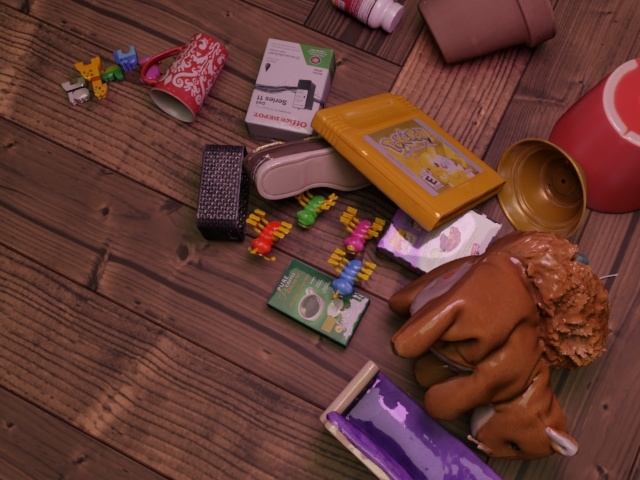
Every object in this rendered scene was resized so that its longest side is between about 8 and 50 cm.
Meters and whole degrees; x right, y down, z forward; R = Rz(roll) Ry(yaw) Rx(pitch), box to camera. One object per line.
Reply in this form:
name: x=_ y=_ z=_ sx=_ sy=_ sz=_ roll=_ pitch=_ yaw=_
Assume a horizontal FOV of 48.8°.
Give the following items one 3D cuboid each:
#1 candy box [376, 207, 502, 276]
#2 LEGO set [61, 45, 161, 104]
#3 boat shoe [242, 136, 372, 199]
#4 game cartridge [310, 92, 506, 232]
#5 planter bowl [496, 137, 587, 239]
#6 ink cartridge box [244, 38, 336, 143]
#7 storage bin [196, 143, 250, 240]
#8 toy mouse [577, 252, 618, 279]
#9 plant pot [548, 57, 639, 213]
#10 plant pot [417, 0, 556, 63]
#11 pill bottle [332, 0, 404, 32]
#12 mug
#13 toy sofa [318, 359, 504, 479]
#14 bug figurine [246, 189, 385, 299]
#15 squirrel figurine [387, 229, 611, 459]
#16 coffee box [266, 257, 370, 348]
candy box: x=0.237 y=-0.005 z=1.425 sx=0.196 sy=0.070 sz=0.165 roll=30 pitch=83 yaw=6
LEGO set: x=-0.464 y=-0.353 z=1.561 sx=0.227 sy=0.087 sz=0.093 roll=-18 pitch=73 yaw=-2
boat shoe: x=0.002 y=-0.161 z=1.445 sx=0.324 sy=0.116 sz=0.097 roll=-12 pitch=40 yaw=-26
game cartridge: x=0.181 y=-0.173 z=1.405 sx=0.324 sy=0.052 sz=0.285 roll=45 pitch=41 yaw=17
planter bowl: x=0.463 y=-0.108 z=1.414 sx=0.090 sy=0.217 sz=0.217 roll=-20 pitch=72 yaw=-31
ink cartridge box: x=-0.064 y=-0.316 z=1.533 sx=0.153 sy=0.087 sz=0.208 roll=12 pitch=75 yaw=6
storage bin: x=-0.197 y=-0.097 z=1.457 sx=0.084 sy=0.122 sz=0.180 roll=4 pitch=74 yaw=3
toy mouse: x=0.499 y=0.070 z=1.426 sx=0.161 sy=0.031 sz=0.143 roll=-43 pitch=77 yaw=-10
plant pot: x=0.616 y=-0.219 z=1.397 sx=0.275 sy=0.243 sz=0.275 roll=-1 pitch=73 yaw=3
plant pot: x=0.341 y=-0.495 z=1.509 sx=0.229 sy=0.263 sz=0.263 roll=-28 pitch=74 yaw=13
pill bottle: x=0.109 y=-0.534 z=1.591 sx=0.152 sy=0.086 sz=0.086 roll=34 pitch=78 yaw=10
mug: x=-0.295 y=-0.370 z=1.539 sx=0.150 sy=0.113 sz=0.169 roll=36 pitch=72 yaw=-22
toy sofa: x=0.177 y=0.391 z=1.272 sx=0.362 sy=0.177 sz=0.150 roll=41 pitch=80 yaw=13
bug figurine: x=0.000 y=0.000 z=1.418 sx=0.279 sy=0.072 sz=0.216 roll=27 pitch=55 yaw=20
squirrel figurine: x=0.355 y=0.195 z=1.246 sx=0.397 sy=0.281 sz=0.370 roll=-34 pitch=96 yaw=3
coffee box: x=-0.003 y=0.126 z=1.426 sx=0.184 sy=0.040 sz=0.113 roll=26 pitch=76 yaw=9
